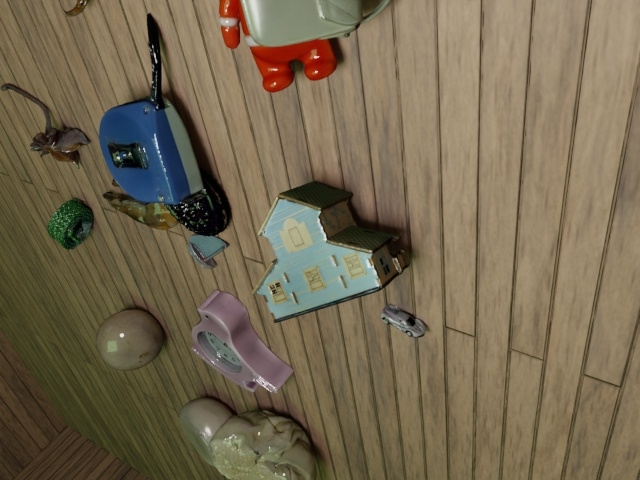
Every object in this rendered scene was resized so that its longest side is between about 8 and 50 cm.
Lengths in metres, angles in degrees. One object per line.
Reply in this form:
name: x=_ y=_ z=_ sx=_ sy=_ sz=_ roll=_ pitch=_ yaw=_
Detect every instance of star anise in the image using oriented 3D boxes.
star anise: x=-0.675 y=-0.299 z=1.521 sx=0.148 sy=0.218 sz=0.228 roll=68 pitch=-170 yaw=-73

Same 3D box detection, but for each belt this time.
belt: x=-0.679 y=-0.036 z=1.696 sx=0.079 sy=0.121 sz=0.151 roll=35 pitch=147 yaw=5

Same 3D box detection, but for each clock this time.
clock: x=-0.206 y=0.282 z=1.614 sx=0.290 sy=0.080 sz=0.275 roll=32 pitch=142 yaw=13

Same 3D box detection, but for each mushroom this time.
mushroom: x=-0.595 y=0.293 z=1.913 sx=0.204 sy=0.204 sz=0.204 roll=24 pitch=139 yaw=23

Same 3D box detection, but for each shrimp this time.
shrimp: x=-0.445 y=-0.103 z=1.470 sx=0.254 sy=0.059 sz=0.145 roll=24 pitch=137 yaw=22

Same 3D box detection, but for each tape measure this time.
tape measure: x=-0.350 y=-0.237 z=1.189 sx=0.215 sy=0.097 sz=0.352 roll=4 pitch=115 yaw=39

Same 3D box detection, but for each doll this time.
doll: x=-0.089 y=-0.371 z=0.844 sx=0.199 sy=0.105 sz=0.337 roll=-7 pitch=123 yaw=29

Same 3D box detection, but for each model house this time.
model house: x=0.000 y=0.000 z=1.074 sx=0.270 sy=0.178 sz=0.207 roll=-21 pitch=95 yaw=34

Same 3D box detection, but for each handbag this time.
handbag: x=-0.006 y=-0.371 z=0.741 sx=0.219 sy=0.079 sz=0.256 roll=-11 pitch=123 yaw=2

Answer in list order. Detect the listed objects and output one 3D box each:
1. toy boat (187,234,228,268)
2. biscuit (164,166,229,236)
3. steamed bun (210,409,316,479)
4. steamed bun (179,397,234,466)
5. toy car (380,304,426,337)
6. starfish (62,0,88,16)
toy boat: x=-0.258 y=0.013 z=1.444 sx=0.096 sy=0.034 sz=0.122 roll=50 pitch=134 yaw=-9
biscuit: x=-0.276 y=-0.089 z=1.334 sx=0.194 sy=0.053 sz=0.195 roll=25 pitch=139 yaw=24
steamed bun: x=-0.152 y=0.607 z=1.784 sx=0.275 sy=0.206 sz=0.320 roll=-20 pitch=112 yaw=34
steamed bun: x=-0.346 y=0.607 z=2.002 sx=0.231 sy=0.145 sz=0.232 roll=37 pitch=146 yaw=31
toy car: x=0.161 y=0.155 z=1.188 sx=0.093 sy=0.041 sz=0.025 roll=25 pitch=132 yaw=22
starfish: x=-0.468 y=-0.504 z=1.083 sx=0.146 sy=0.074 sz=0.190 roll=-20 pitch=111 yaw=49
